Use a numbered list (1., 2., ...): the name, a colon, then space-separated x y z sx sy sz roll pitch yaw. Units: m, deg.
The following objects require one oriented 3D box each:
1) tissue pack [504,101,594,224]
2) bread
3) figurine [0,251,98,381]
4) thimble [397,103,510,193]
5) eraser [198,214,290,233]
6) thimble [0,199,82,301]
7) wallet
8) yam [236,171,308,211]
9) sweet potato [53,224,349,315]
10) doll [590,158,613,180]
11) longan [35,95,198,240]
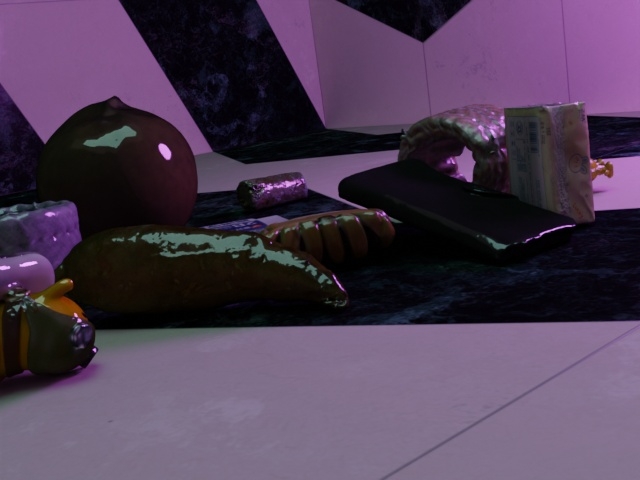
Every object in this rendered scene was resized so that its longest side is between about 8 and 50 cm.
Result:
1. tissue pack: 0.370 -0.124 1.410 0.092 0.196 0.148 -9 10 -15
2. bread: 0.000 0.000 1.350 0.225 0.081 0.134 -11 7 -7
3. figurine: -0.352 0.130 0.971 0.141 0.166 0.250 33 55 14
4. thimble: 0.257 -0.140 1.567 0.148 0.196 0.229 -20 18 -33
5. eraser: -0.148 0.007 1.450 0.210 0.068 0.124 -11 11 -20
6. thimble: -0.494 0.032 1.349 0.246 0.157 0.217 -10 9 -16
7. wallet: 0.214 -0.052 1.376 0.197 0.051 0.377 -16 28 -34
8. yam: -0.106 -0.113 1.994 0.179 0.078 0.078 -13 12 -38
9. sweet potato: -0.163 0.043 1.172 0.423 0.130 0.130 3 13 11
10. doll: 0.457 -0.123 1.631 0.188 0.096 0.145 4 19 9
11. longan: -0.380 -0.115 1.633 0.319 0.319 0.319 -8 11 2
